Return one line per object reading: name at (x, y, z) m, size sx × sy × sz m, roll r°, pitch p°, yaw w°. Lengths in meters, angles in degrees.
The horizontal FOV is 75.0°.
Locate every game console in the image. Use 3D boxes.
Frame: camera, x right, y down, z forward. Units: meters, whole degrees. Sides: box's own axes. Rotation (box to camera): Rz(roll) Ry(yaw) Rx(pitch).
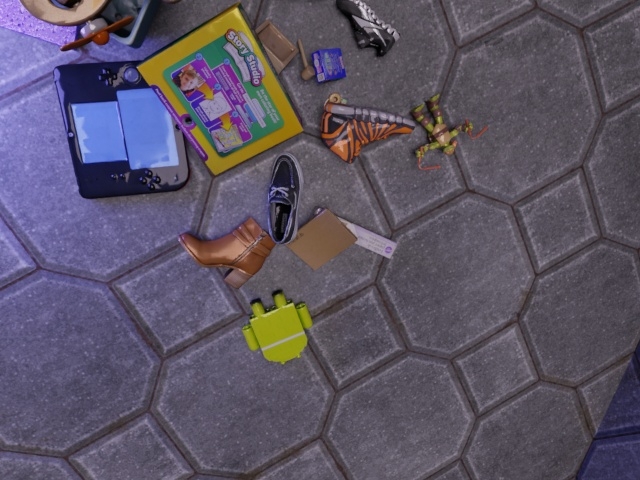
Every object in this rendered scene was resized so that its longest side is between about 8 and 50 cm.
game console at (-0.585, -0.330, 1.255) m, size 0.341 × 0.060 × 0.388 m, roll -7°, pitch 104°, yaw -11°

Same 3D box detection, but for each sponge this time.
sponge at (-0.786, -0.624, 1.158) m, size 0.209 × 0.031 × 0.117 m, roll 14°, pitch 100°, yaw -15°

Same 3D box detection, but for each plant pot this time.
plant pot at (-0.537, -0.659, 1.087) m, size 0.246 × 0.252 × 0.248 m, roll 26°, pitch 97°, yaw -16°

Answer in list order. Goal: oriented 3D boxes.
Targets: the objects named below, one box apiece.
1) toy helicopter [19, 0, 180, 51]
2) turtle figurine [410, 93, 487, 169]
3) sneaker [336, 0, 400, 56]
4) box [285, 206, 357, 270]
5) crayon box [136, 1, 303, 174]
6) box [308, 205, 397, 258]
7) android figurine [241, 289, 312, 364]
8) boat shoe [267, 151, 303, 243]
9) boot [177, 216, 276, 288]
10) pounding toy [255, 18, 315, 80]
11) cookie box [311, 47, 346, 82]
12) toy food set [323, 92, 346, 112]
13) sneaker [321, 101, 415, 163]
toy helicopter at (-0.476, -0.550, 0.926) m, size 0.354 × 0.140 × 0.235 m, roll -9°, pitch 106°, yaw -13°
turtle figurine at (0.419, -0.386, 1.441) m, size 0.269 × 0.087 × 0.218 m, roll -30°, pitch 100°, yaw 5°
sneaker at (0.138, -0.671, 1.318) m, size 0.234 × 0.078 × 0.106 m, roll 29°, pitch 93°, yaw -19°
box at (0.000, 0.000, 1.426) m, size 0.201 × 0.021 × 0.164 m, roll -37°, pitch 117°, yaw 22°
crayon box at (-0.269, -0.415, 1.192) m, size 0.312 × 0.106 × 0.363 m, roll -25°, pitch 125°, yaw 10°
box at (0.115, -0.028, 1.471) m, size 0.323 × 0.067 × 0.063 m, roll 23°, pitch 98°, yaw -15°
android figurine at (-0.149, 0.320, 1.500) m, size 0.248 × 0.056 × 0.273 m, roll -23°, pitch 106°, yaw -6°
boat shoe at (-0.123, -0.137, 1.351) m, size 0.108 × 0.102 × 0.302 m, roll 6°, pitch 95°, yaw 13°
boot at (-0.298, 0.007, 1.366) m, size 0.283 × 0.109 × 0.220 m, roll 40°, pitch 94°, yaw -19°
pounding toy at (-0.120, -0.556, 1.279) m, size 0.206 × 0.181 × 0.094 m, roll 40°, pitch 135°, yaw -18°
cookie box at (0.028, -0.552, 1.315) m, size 0.107 × 0.040 × 0.092 m, roll -29°, pitch 111°, yaw -43°
toy food set at (0.052, -0.439, 1.384) m, size 0.082 × 0.020 × 0.083 m, roll 34°, pitch 94°, yaw -17°
sneaker at (0.150, -0.347, 1.389) m, size 0.320 × 0.125 × 0.180 m, roll 4°, pitch 114°, yaw -14°
